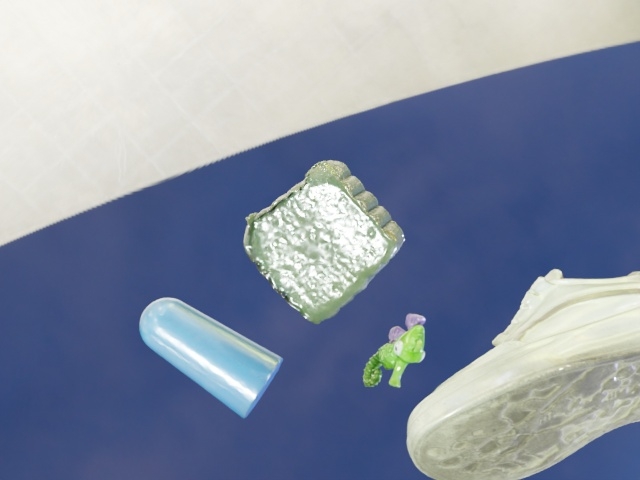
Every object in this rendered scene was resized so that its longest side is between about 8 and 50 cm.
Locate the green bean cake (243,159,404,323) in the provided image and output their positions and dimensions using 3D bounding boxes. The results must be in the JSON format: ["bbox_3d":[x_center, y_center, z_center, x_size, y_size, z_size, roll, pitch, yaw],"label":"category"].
[{"bbox_3d":[0.000,0.000,1.336,0.227,0.125,0.222,-42,-91,16],"label":"green bean cake"}]

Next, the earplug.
[{"bbox_3d":[-0.219,0.206,1.491,0.273,0.132,0.132,32,-87,5],"label":"earplug"}]

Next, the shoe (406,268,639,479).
[{"bbox_3d":[0.205,0.095,0.700,0.317,0.159,0.124,-11,-53,-13],"label":"shoe"}]

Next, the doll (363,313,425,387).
[{"bbox_3d":[0.120,0.188,1.283,0.050,0.190,0.115,29,-118,-9],"label":"doll"}]
